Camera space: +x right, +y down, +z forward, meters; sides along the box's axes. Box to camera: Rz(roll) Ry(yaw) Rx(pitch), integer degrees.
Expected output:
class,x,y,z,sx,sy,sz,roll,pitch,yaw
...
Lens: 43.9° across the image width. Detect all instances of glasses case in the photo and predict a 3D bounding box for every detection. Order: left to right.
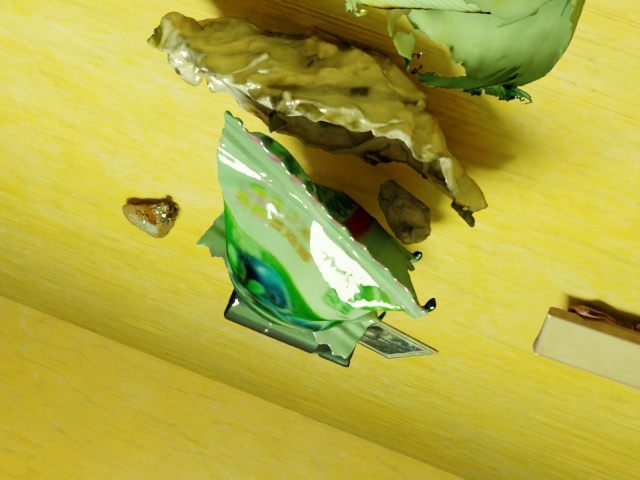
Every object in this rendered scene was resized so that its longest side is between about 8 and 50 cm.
class,x,y,z,sx,sy,sz,roll,pitch,yaw
glasses case,0.382,0.121,1.023,0.193,0.070,0.103,18,132,18

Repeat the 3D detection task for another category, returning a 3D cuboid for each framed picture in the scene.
class,x,y,z,sx,sy,sz,roll,pitch,yaw
framed picture,0.123,0.195,1.537,0.142,0.011,0.183,29,159,-18

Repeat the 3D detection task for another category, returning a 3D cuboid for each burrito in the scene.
class,x,y,z,sx,sy,sz,roll,pitch,yaw
burrito,0.089,-0.029,0.853,0.041,0.055,0.149,-14,-167,-1

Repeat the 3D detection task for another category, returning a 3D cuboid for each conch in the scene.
class,x,y,z,sx,sy,sz,roll,pitch,yaw
conch,0.083,-0.156,0.498,0.143,0.137,0.250,22,160,-1

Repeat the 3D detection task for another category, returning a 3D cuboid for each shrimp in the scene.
class,x,y,z,sx,sy,sz,roll,pitch,yaw
shrimp,-0.281,-0.037,1.321,0.091,0.043,0.184,35,158,-22

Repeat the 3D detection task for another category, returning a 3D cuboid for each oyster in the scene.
class,x,y,z,sx,sy,sz,roll,pitch,yaw
oyster,0.017,-0.125,0.732,0.354,0.107,0.201,21,-176,-35

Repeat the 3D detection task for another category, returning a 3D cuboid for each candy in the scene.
class,x,y,z,sx,sy,sz,roll,pitch,yaw
candy,-0.013,0.011,0.872,0.263,0.172,0.398,33,171,1

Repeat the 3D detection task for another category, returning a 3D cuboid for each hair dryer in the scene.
class,x,y,z,sx,sy,sz,roll,pitch,yaw
hair dryer,-0.057,0.139,1.482,0.244,0.116,0.302,26,171,-10
